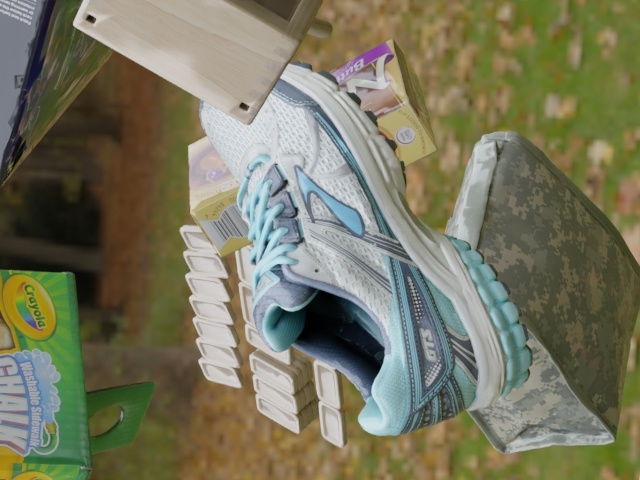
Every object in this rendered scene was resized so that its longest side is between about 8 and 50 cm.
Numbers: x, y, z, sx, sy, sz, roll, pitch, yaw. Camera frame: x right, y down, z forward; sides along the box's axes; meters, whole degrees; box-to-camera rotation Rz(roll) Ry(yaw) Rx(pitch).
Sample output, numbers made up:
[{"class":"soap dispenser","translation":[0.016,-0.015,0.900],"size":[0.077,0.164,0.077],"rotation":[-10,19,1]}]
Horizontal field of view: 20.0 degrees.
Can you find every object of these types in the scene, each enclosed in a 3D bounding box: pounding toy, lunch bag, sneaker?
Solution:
[{"class":"pounding toy","translation":[-0.049,-0.140,1.011],"size":[0.100,0.130,0.141],"rotation":[-54,9,45]},{"class":"lunch bag","translation":[0.211,0.054,1.935],"size":[0.287,0.169,0.235],"rotation":[52,-138,-37]},{"class":"sneaker","translation":[0.000,0.000,1.106],"size":[0.283,0.122,0.110],"rotation":[48,148,26]}]

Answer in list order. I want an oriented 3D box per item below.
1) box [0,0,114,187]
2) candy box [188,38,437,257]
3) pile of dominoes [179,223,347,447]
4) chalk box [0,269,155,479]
[{"class":"box","translation":[-0.204,-0.183,1.292],"size":[0.261,0.103,0.184],"rotation":[-65,-1,-58]},{"class":"candy box","translation":[-0.009,-0.071,1.386],"size":[0.053,0.186,0.109],"rotation":[55,-166,-29]},{"class":"pile of dominoes","translation":[-0.047,0.083,1.797],"size":[0.040,0.196,0.251],"rotation":[-41,-36,-33]},{"class":"chalk box","translation":[-0.268,0.138,1.341],"size":[0.180,0.289,0.179],"rotation":[114,153,-47]}]
